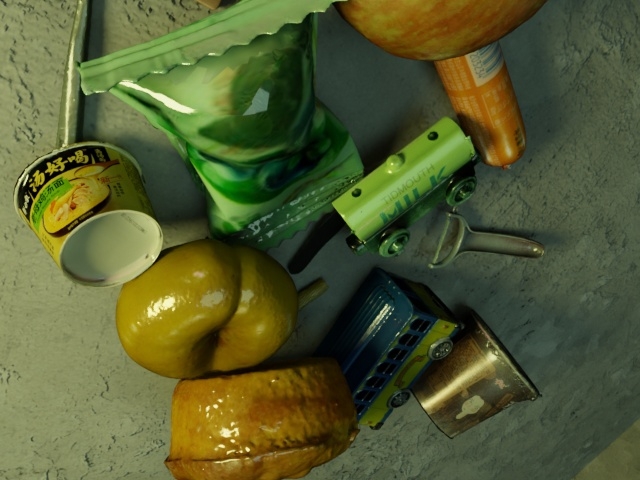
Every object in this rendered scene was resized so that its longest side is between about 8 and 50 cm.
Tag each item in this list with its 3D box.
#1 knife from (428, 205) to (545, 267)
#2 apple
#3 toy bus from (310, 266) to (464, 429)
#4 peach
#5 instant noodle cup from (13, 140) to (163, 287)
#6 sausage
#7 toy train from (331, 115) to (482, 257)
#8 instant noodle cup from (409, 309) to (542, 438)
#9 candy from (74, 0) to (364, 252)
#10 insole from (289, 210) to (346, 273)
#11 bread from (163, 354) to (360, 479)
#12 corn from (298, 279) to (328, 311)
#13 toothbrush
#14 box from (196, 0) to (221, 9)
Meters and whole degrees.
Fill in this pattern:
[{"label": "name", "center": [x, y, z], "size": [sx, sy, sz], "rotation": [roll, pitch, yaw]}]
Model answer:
[{"label": "knife", "center": [0.327, -0.002, 0.954], "size": [0.278, 0.053, 0.123], "rotation": [4, 115, -29]}, {"label": "apple", "center": [0.125, -0.345, 0.513], "size": [0.277, 0.250, 0.309], "rotation": [44, 69, -22]}, {"label": "toy bus", "center": [0.109, 0.212, 0.936], "size": [0.175, 0.138, 0.287], "rotation": [21, 110, -36]}, {"label": "peach", "center": [-0.149, 0.096, 0.682], "size": [0.252, 0.153, 0.251], "rotation": [-10, 154, -5]}, {"label": "instant noodle cup", "center": [-0.264, -0.023, 0.585], "size": [0.152, 0.122, 0.151], "rotation": [-27, 146, -20]}, {"label": "sausage", "center": [0.245, -0.216, 0.746], "size": [0.093, 0.093, 0.312], "rotation": [-39, 130, 3]}, {"label": "toy train", "center": [0.132, -0.081, 0.754], "size": [0.253, 0.105, 0.157], "rotation": [-37, 145, 4]}, {"label": "instant noodle cup", "center": [0.313, 0.292, 1.054], "size": [0.207, 0.217, 0.217], "rotation": [-38, 130, 11]}, {"label": "candy", "center": [-0.071, -0.112, 0.617], "size": [0.263, 0.171, 0.397], "rotation": [-24, 144, -1]}, {"label": "insole", "center": [0.000, 0.000, 0.817], "size": [0.152, 0.002, 0.053], "rotation": [-51, 147, 15]}, {"label": "bread", "center": [-0.097, 0.280, 0.783], "size": [0.313, 0.172, 0.312], "rotation": [-10, 167, -2]}, {"label": "corn", "center": [-0.023, 0.099, 0.866], "size": [0.083, 0.027, 0.028], "rotation": [-34, 109, -2]}, {"label": "toothbrush", "center": [-0.273, -0.188, 0.549], "size": [0.030, 0.030, 0.297], "rotation": [17, 117, -7]}, {"label": "box", "center": [-0.111, -0.317, 0.543], "size": [0.048, 0.025, 0.115], "rotation": [20, 111, -33]}]
